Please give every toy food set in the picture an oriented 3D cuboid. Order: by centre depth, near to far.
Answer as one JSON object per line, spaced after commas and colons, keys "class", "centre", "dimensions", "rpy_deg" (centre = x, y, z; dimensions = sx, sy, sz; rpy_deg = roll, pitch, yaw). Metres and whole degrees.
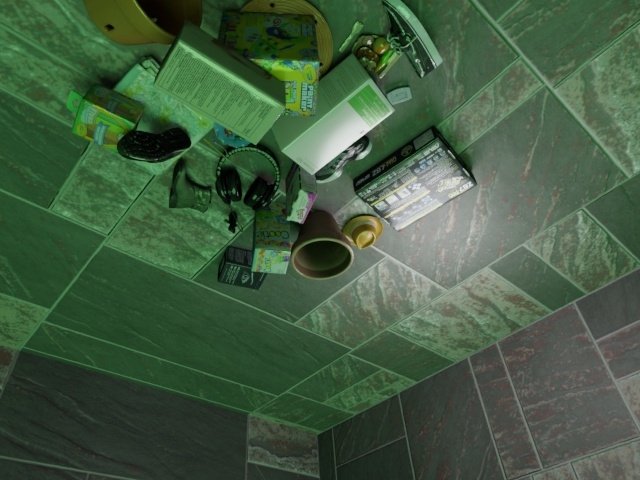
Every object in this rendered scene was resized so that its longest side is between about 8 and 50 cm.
{"class": "toy food set", "centre": [0.163, -0.609, 1.587], "dimensions": [0.192, 0.038, 0.132], "rpy_deg": [22, 130, -26]}

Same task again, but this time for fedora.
{"class": "fedora", "centre": [0.195, -0.023, 2.181], "dimensions": [0.194, 0.079, 0.194], "rpy_deg": [-2, 137, -2]}

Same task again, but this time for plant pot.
{"class": "plant pot", "centre": [-0.494, -0.663, 1.320], "dimensions": [0.203, 0.291, 0.291], "rpy_deg": [-8, 140, 29]}
{"class": "plant pot", "centre": [0.000, 0.000, 2.078], "dimensions": [0.263, 0.229, 0.263], "rpy_deg": [-2, 137, -2]}

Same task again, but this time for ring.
{"class": "ring", "centre": [-0.128, -0.616, 1.559], "dimensions": [0.337, 0.032, 0.336], "rpy_deg": [-3, 138, -2]}

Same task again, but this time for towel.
{"class": "towel", "centre": [-0.587, -0.413, 1.689], "dimensions": [0.374, 0.090, 0.320], "rpy_deg": [-32, 130, 26]}

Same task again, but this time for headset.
{"class": "headset", "centre": [-0.302, -0.206, 1.932], "dimensions": [0.243, 0.185, 0.394], "rpy_deg": [14, 118, -14]}

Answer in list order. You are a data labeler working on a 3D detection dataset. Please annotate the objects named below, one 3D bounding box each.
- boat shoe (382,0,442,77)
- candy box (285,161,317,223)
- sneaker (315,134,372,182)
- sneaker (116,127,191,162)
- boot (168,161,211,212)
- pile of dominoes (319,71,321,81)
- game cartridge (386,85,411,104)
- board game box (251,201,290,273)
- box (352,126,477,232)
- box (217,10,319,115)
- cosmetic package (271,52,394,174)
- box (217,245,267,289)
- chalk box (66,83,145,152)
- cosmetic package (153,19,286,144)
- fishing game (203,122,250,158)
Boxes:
{"class": "boat shoe", "centre": [0.265, -0.632, 1.520], "dimensions": [0.105, 0.113, 0.306], "rpy_deg": [-41, 137, 14]}
{"class": "candy box", "centre": [-0.076, -0.203, 1.853], "dimensions": [0.071, 0.233, 0.159], "rpy_deg": [13, 134, -17]}
{"class": "sneaker", "centre": [0.050, -0.326, 1.812], "dimensions": [0.269, 0.101, 0.153], "rpy_deg": [-33, 146, 19]}
{"class": "sneaker", "centre": [-0.556, -0.287, 1.596], "dimensions": [0.124, 0.283, 0.107], "rpy_deg": [-31, 88, 32]}
{"class": "boot", "centre": [-0.507, -0.209, 1.933], "dimensions": [0.161, 0.083, 0.246], "rpy_deg": [5, 142, -21]}
{"class": "pile of dominoes", "centre": [-0.082, -0.461, 1.678], "dimensions": [0.196, 0.040, 0.251], "rpy_deg": [-9, 138, 1]}
{"class": "game cartridge", "centre": [0.276, -0.513, 1.717], "dimensions": [0.083, 0.017, 0.056], "rpy_deg": [-15, 139, 10]}
{"class": "board game box", "centre": [-0.204, -0.015, 2.009], "dimensions": [0.142, 0.275, 0.144], "rpy_deg": [6, 136, -11]}
{"class": "box", "centre": [0.380, -0.232, 1.967], "dimensions": [0.395, 0.097, 0.318], "rpy_deg": [-33, 128, 26]}
{"class": "box", "centre": [-0.152, -0.520, 1.424], "dimensions": [0.279, 0.290, 0.177], "rpy_deg": [1, 137, -5]}
{"class": "cosmetic package", "centre": [0.035, -0.414, 1.637], "dimensions": [0.365, 0.155, 0.197], "rpy_deg": [-38, 145, 17]}
{"class": "box", "centre": [-0.358, 0.130, 2.270], "dimensions": [0.207, 0.108, 0.153], "rpy_deg": [14, 133, -20]}
{"class": "chalk box", "centre": [-0.693, -0.395, 1.542], "dimensions": [0.213, 0.132, 0.132], "rpy_deg": [23, 125, -20]}
{"class": "cosmetic package", "centre": [-0.249, -0.396, 1.243], "dimensions": [0.296, 0.129, 0.153], "rpy_deg": [28, 127, -28]}
{"class": "fishing game", "centre": [-0.275, -0.397, 1.702], "dimensions": [0.264, 0.041, 0.189], "rpy_deg": [-34, 146, 5]}
